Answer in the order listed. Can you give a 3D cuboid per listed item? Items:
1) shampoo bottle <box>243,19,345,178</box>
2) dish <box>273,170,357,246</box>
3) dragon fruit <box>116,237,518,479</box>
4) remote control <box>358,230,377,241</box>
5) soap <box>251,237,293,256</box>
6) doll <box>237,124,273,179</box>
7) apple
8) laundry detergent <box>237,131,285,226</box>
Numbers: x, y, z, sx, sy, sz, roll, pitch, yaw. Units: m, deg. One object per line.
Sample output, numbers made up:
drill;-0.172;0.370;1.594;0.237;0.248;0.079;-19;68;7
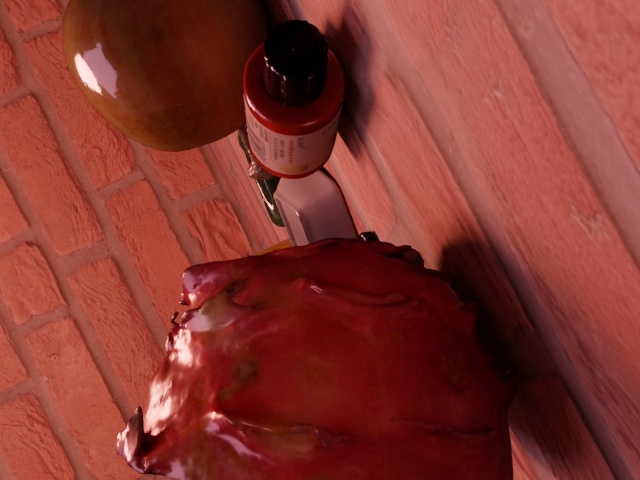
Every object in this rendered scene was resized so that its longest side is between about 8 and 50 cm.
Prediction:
shampoo bottle;-0.028;-0.148;0.959;0.104;0.104;0.278;62;173;9
dish;0.000;0.000;1.357;0.154;0.064;0.234;38;155;55
dragon fruit;0.011;0.119;0.863;0.371;0.386;0.249;7;88;53
remote control;0.110;0.099;1.176;0.245;0.025;0.063;63;172;9
soap;-0.109;0.087;1.728;0.080;0.257;0.160;67;172;-24
doll;-0.132;-0.230;1.377;0.286;0.091;0.202;37;-119;-56
apple;-0.183;-0.242;1.143;0.234;0.257;0.257;60;176;-34
laundry detergent;-0.096;-0.133;1.620;0.137;0.063;0.211;-103;-7;-63
